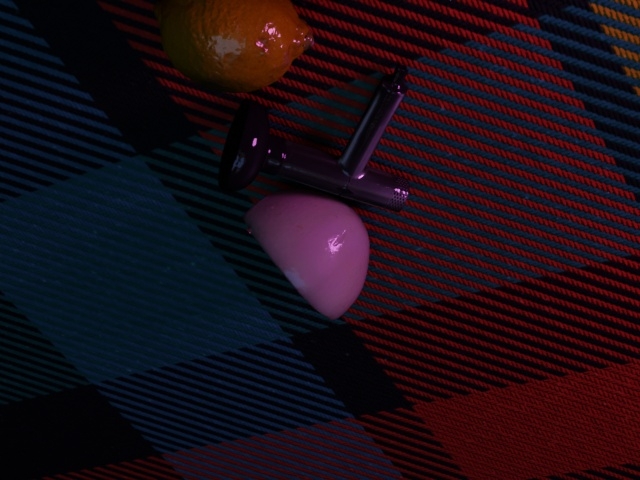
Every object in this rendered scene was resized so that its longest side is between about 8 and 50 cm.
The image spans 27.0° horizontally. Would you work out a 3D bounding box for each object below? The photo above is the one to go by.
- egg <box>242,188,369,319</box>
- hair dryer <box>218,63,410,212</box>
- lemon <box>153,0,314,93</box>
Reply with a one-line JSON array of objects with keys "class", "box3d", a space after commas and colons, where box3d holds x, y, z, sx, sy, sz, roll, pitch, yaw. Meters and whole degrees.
[{"class": "egg", "box3d": [0.010, 0.014, 2.329, 0.161, 0.206, 0.271, -41, 134, 5]}, {"class": "hair dryer", "box3d": [0.012, -0.194, 2.202, 0.320, 0.156, 0.284, 8, 118, -9]}, {"class": "lemon", "box3d": [-0.135, -0.320, 2.022, 0.256, 0.188, 0.188, 13, 137, 13]}]
